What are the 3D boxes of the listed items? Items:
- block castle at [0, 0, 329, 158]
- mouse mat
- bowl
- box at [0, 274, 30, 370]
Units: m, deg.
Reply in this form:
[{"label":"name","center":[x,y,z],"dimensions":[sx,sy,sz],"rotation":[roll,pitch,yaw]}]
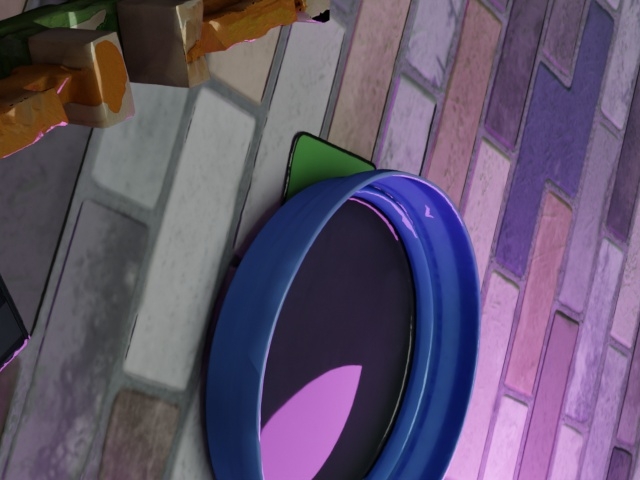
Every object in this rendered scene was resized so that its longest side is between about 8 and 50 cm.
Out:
[{"label":"block castle","center":[-0.198,-0.222,0.884],"dimensions":[0.453,0.212,0.303],"rotation":[-35,126,-48]},{"label":"mouse mat","center":[0.000,0.000,1.400],"dimensions":[0.152,0.007,0.190],"rotation":[20,79,-55]},{"label":"bowl","center":[0.029,0.122,1.394],"dimensions":[0.391,0.077,0.391],"rotation":[-19,114,-52]},{"label":"box","center":[-0.302,0.064,0.924],"dimensions":[0.220,0.051,0.175],"rotation":[-49,134,-39]}]
